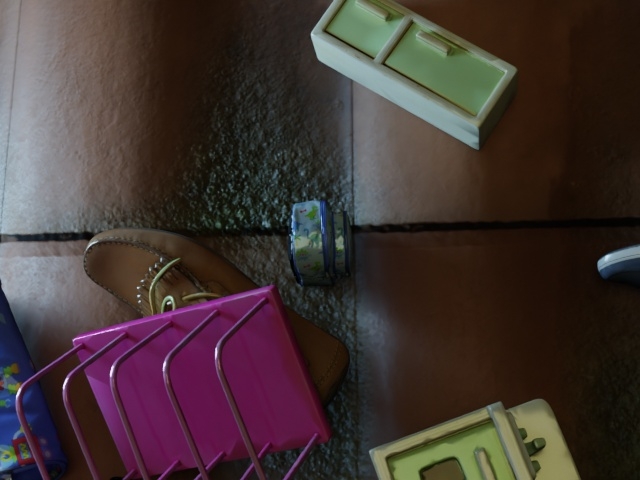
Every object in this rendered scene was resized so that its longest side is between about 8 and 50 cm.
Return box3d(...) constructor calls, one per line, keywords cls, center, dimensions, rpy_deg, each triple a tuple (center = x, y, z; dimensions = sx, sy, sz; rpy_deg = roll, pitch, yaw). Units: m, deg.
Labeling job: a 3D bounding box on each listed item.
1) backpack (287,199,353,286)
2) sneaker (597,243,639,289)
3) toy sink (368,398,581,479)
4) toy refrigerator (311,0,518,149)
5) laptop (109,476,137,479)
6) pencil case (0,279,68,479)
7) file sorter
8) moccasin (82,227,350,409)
box3d(cls="backpack", center=(0.000, 0.000, 1.539), dimensions=(0.084, 0.114, 0.105), rpy_deg=(-5, 72, 6))
box3d(cls="sneaker", center=(0.460, 0.090, 1.466), dimensions=(0.226, 0.086, 0.163), rpy_deg=(3, 71, 7))
box3d(cls="toy sink", center=(0.195, 0.289, 1.418), dimensions=(0.234, 0.131, 0.152), rpy_deg=(-19, 73, 1))
box3d(cls="toy refrigerator", center=(0.128, -0.243, 1.606), dimensions=(0.270, 0.094, 0.102), rpy_deg=(32, 80, 16))
box3d(cls="laptop", center=(-0.139, 0.544, 1.418), dimensions=(0.382, 0.236, 0.408), rpy_deg=(7, 46, 18))
box3d(cls="pencil case", center=(-0.437, 0.191, 1.536), dimensions=(0.133, 0.119, 0.306), rpy_deg=(-17, 69, -22))
box3d(cls="file sorter", center=(-0.175, 0.205, 1.379), dimensions=(0.291, 0.182, 0.202), rpy_deg=(-15, 102, 24))
box3d(cls="moccasin", center=(-0.151, 0.110, 1.506), dimensions=(0.380, 0.139, 0.147), rpy_deg=(36, 41, 9))
